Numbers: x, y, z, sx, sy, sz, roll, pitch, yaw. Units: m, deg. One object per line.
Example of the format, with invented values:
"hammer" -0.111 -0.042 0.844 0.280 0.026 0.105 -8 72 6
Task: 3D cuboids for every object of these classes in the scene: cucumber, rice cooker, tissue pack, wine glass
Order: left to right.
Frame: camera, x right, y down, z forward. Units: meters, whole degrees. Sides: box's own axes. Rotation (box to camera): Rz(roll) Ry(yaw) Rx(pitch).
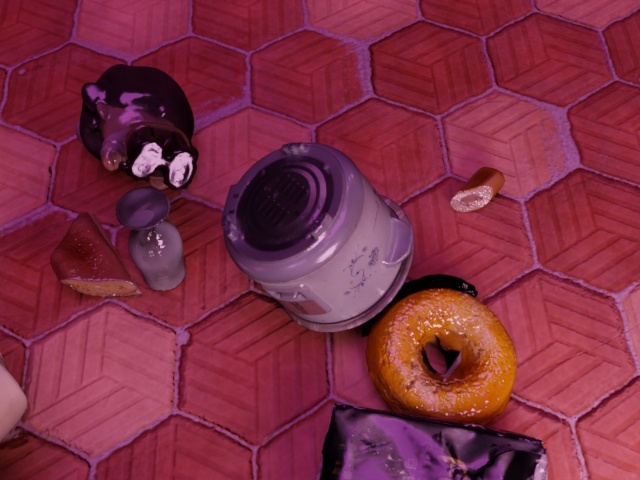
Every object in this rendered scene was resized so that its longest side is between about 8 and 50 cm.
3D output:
"wine glass" -0.282 0.004 1.422 0.093 0.202 0.092 -2 55 2
"rice cooker" 0.000 0.000 1.374 0.317 0.316 0.264 7 65 5
"cucumber" 0.162 0.096 1.452 0.220 0.046 0.070 -17 51 -10
"tissue pack" 0.155 0.377 1.212 0.333 0.123 0.244 10 69 7

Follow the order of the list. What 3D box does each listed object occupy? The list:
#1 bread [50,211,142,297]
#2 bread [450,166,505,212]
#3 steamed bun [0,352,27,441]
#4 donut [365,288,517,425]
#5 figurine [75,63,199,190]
"bread" -0.411 0.040 1.480 0.119 0.067 0.192 -24 61 -23
"bread" 0.297 -0.090 1.562 0.062 0.049 0.103 20 57 45
"steamed bun" -0.664 0.239 1.224 0.456 0.289 0.371 24 53 32
"donut" 0.198 0.193 1.352 0.254 0.118 0.253 3 71 -8
"figurine" -0.315 -0.170 1.503 0.218 0.206 0.365 0 36 -20
